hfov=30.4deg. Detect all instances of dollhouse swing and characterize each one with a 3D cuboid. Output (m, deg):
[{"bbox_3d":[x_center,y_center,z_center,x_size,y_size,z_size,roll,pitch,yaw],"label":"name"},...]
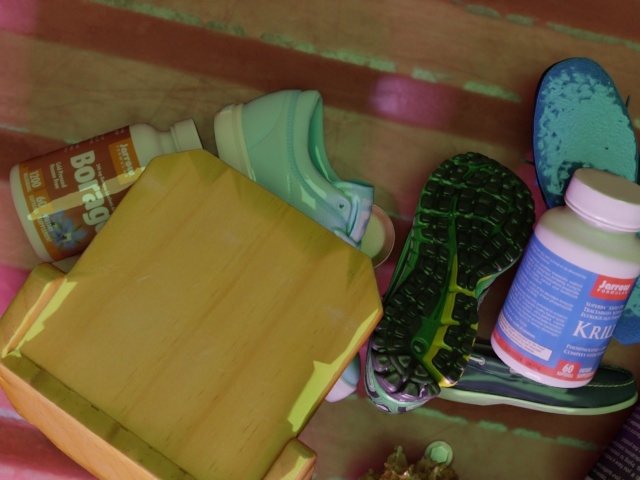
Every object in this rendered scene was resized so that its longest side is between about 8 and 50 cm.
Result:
[{"bbox_3d":[-0.129,0.132,1.298,0.347,0.315,0.305,33,67,12],"label":"dollhouse swing"}]

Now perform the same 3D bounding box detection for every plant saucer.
[{"bbox_3d":[0.047,-0.005,1.419,0.084,0.015,0.083,0,92,-3],"label":"plant saucer"}]

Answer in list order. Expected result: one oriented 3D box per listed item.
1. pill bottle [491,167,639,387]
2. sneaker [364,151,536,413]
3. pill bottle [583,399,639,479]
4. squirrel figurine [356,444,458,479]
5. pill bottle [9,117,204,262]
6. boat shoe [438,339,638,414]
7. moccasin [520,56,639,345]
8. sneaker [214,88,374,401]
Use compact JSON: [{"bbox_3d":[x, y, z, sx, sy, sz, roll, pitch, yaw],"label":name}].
[{"bbox_3d":[0.279,0.039,1.285,0.124,0.124,0.221,16,114,-4],"label":"pill bottle"},{"bbox_3d":[0.131,0.042,1.343,0.134,0.146,0.343,31,63,-1],"label":"sneaker"},{"bbox_3d":[0.429,0.268,1.372,0.181,0.181,0.323,36,90,-4],"label":"pill bottle"},{"bbox_3d":[0.092,0.445,1.316,0.371,0.281,0.397,6,48,10],"label":"squirrel figurine"},{"bbox_3d":[-0.233,-0.063,1.345,0.216,0.121,0.121,-20,93,-3],"label":"pill bottle"},{"bbox_3d":[0.253,0.152,1.403,0.255,0.095,0.079,5,103,5],"label":"boat shoe"},{"bbox_3d":[0.316,-0.045,1.390,0.138,0.117,0.341,-11,98,9],"label":"moccasin"},{"bbox_3d":[0.000,0.000,1.342,0.150,0.135,0.365,-19,94,17],"label":"sneaker"}]
